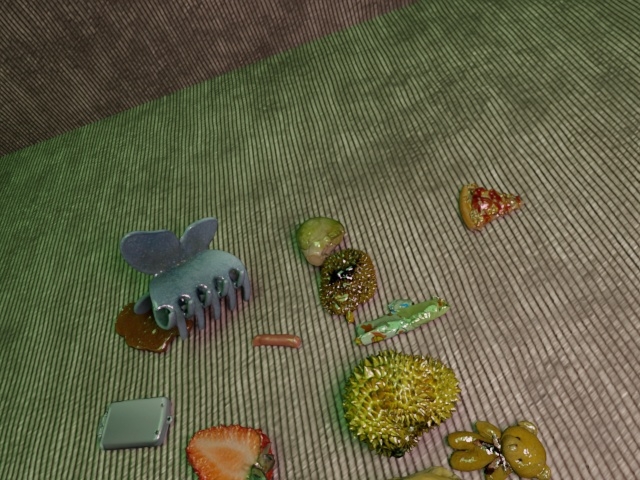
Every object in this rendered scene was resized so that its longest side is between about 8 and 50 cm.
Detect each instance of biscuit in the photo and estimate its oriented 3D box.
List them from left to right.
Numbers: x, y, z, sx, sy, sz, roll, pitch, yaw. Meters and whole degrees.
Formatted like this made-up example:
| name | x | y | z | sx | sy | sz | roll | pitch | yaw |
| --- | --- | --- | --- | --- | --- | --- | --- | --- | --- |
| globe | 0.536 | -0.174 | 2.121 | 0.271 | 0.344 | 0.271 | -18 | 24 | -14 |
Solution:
| name | x | y | z | sx | sy | sz | roll | pitch | yaw |
| --- | --- | --- | --- | --- | --- | --- | --- | --- | --- |
| biscuit | -0.561 | 0.277 | 1.477 | 0.291 | 0.041 | 0.208 | 5 | 57 | 17 |

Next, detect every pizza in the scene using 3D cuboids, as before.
| name | x | y | z | sx | sy | sz | roll | pitch | yaw |
| --- | --- | --- | --- | --- | --- | --- | --- | --- | --- |
| pizza | 0.542 | -0.118 | 1.371 | 0.199 | 0.062 | 0.188 | -8 | 56 | 12 |

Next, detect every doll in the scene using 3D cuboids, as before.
| name | x | y | z | sx | sy | sz | roll | pitch | yaw |
| --- | --- | --- | --- | --- | --- | --- | --- | --- | --- |
| doll | 0.393 | 0.475 | 0.977 | 0.210 | 0.097 | 0.137 | -13 | 58 | 16 |

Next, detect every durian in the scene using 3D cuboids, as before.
| name | x | y | z | sx | sy | sz | roll | pitch | yaw |
| --- | --- | --- | --- | --- | --- | --- | --- | --- | --- |
| durian | 0.074 | 0.124 | 1.309 | 0.194 | 0.137 | 0.237 | -13 | 53 | 10 |
| durian | 0.176 | 0.369 | 1.024 | 0.291 | 0.291 | 0.224 | -35 | 56 | -7 |

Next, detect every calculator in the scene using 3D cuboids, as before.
| name | x | y | z | sx | sy | sz | roll | pitch | yaw |
| --- | --- | --- | --- | --- | --- | --- | --- | --- | --- |
| calculator | -0.546 | 0.538 | 1.281 | 0.246 | 0.045 | 0.141 | -11 | 53 | 11 |

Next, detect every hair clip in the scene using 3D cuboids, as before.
| name | x | y | z | sx | sy | sz | roll | pitch | yaw |
| --- | --- | --- | --- | --- | --- | --- | --- | --- | --- |
| hair clip | -0.398 | 0.130 | 1.353 | 0.319 | 0.391 | 0.238 | -29 | 60 | -36 |

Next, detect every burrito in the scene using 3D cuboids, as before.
| name | x | y | z | sx | sy | sz | roll | pitch | yaw |
| --- | --- | --- | --- | --- | --- | --- | --- | --- | --- |
| burrito | 0.225 | 0.216 | 1.246 | 0.288 | 0.054 | 0.104 | -21 | 50 | 6 |

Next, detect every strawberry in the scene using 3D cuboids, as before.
| name | x | y | z | sx | sy | sz | roll | pitch | yaw |
| --- | --- | --- | --- | --- | --- | --- | --- | --- | --- |
| strawberry | -0.216 | 0.572 | 1.114 | 0.286 | 0.106 | 0.188 | 4 | 52 | 37 |

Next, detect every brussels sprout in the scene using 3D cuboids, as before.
| name | x | y | z | sx | sy | sz | roll | pitch | yaw |
| --- | --- | --- | --- | --- | --- | --- | --- | --- | --- |
| brussels sprout | -0.007 | -0.003 | 1.428 | 0.146 | 0.131 | 0.183 | 26 | 48 | 24 |

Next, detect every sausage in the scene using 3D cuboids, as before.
| name | x | y | z | sx | sy | sz | roll | pitch | yaw |
| --- | --- | --- | --- | --- | --- | --- | --- | --- | --- |
| sausage | -0.136 | 0.303 | 1.316 | 0.158 | 0.036 | 0.042 | -4 | 43 | 17 |

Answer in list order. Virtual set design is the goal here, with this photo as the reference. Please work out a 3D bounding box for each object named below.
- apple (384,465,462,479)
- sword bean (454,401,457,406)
| name | x | y | z | sx | sy | sz | roll | pitch | yaw |
| --- | --- | --- | --- | --- | --- | --- | --- | --- | --- |
| apple | 0.204 | 0.588 | 0.869 | 0.280 | 0.279 | 0.278 | -9 | 53 | 13 |
| sword bean | 0.338 | 0.382 | 1.112 | 0.012 | 0.012 | 0.083 | -11 | 52 | 12 |
